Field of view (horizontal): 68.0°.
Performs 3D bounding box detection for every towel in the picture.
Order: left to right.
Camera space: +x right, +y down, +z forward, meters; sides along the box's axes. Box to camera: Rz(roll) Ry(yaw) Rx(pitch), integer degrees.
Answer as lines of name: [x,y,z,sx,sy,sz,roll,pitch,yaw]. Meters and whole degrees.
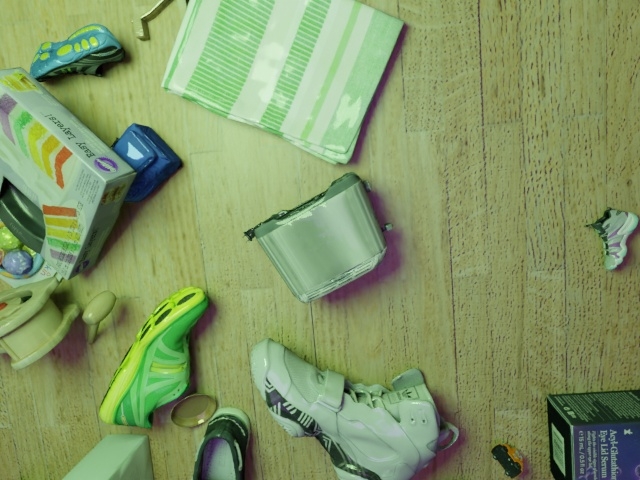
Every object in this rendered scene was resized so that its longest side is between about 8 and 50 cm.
towel: [-0.063,-0.290,0.752,0.324,0.038,0.248,21,98,-2]

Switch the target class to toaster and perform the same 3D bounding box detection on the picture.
toaster: [0.000,0.000,0.767,0.227,0.129,0.146,-29,97,8]

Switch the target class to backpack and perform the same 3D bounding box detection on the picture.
backpack: [-0.317,-0.125,0.792,0.120,0.101,0.098,-42,86,11]

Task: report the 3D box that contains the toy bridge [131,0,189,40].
toy bridge: [-0.223,-0.379,0.780,0.188,0.026,0.063,-8,96,7]

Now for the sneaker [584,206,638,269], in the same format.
sneaker: [0.461,-0.006,0.771,0.069,0.038,0.098,19,91,4]

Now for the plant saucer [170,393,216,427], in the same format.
plant saucer: [-0.236,0.310,0.877,0.083,0.015,0.083,-13,125,-20]

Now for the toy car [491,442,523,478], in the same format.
toy car: [0.331,0.419,0.857,0.040,0.060,0.122,-11,122,-36]

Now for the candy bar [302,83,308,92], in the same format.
candy bar: [-0.035,-0.293,0.780,0.040,0.018,0.162,-6,99,6]

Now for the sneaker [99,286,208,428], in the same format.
sneaker: [-0.277,0.209,0.850,0.123,0.109,0.296,30,100,-21]

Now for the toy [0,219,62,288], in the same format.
toy: [-0.581,0.007,0.858,0.237,0.056,0.137,39,101,-1]

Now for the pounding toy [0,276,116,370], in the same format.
pounding toy: [-0.486,0.168,0.810,0.269,0.154,0.155,-14,117,21]

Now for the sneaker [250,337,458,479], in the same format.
sneaker: [0.062,0.267,0.802,0.210,0.137,0.366,-39,99,9]

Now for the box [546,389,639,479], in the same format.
box: [0.499,0.341,0.783,0.207,0.108,0.153,-7,97,7]

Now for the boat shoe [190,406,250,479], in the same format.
boat shoe: [-0.192,0.465,0.874,0.114,0.091,0.303,3,99,5]

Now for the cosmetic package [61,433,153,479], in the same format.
cosmetic package: [-0.381,0.582,0.813,0.097,0.284,0.378,-3,98,6]

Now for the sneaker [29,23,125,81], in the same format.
sneaker: [-0.407,-0.295,0.788,0.188,0.078,0.067,-9,68,20]

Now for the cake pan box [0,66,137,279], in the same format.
cake pan box: [-0.447,-0.096,0.772,0.246,0.070,0.267,44,126,2]
